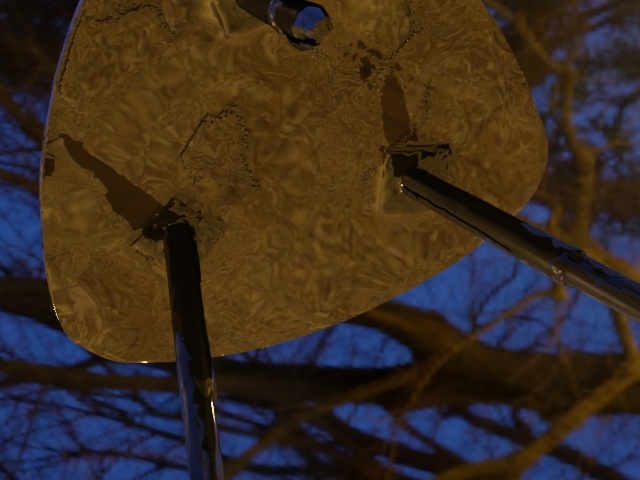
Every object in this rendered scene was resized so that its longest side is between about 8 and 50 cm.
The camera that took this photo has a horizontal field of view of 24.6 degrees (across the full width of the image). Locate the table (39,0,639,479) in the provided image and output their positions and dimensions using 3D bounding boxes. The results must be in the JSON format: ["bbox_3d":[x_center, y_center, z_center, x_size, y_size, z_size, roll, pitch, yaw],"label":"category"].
[{"bbox_3d":[0.000,0.000,0.746,0.317,0.249,0.317,-7,-64,-15],"label":"table"}]
